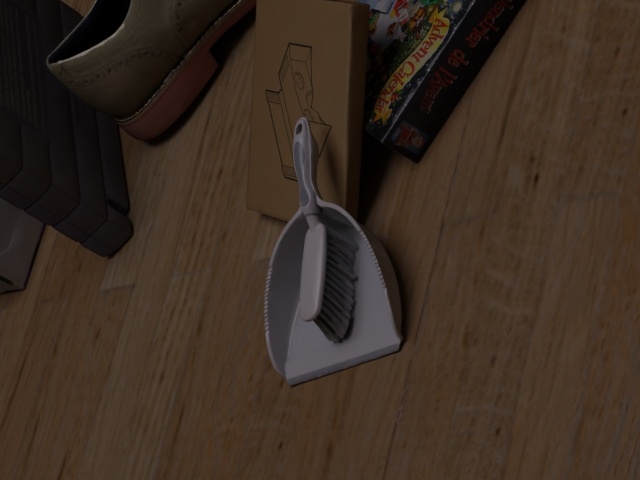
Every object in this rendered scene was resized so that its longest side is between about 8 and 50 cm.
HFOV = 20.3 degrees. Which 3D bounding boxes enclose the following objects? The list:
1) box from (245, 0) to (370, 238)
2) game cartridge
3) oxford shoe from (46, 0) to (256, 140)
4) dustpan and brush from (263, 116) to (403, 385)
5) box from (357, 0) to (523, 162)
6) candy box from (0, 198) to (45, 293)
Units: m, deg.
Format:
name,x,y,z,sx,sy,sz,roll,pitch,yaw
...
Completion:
name,x,y,z,sx,sy,sz,roll,pitch,yaw
box,-0.013,-0.113,1.564,0.164,0.021,0.201,19,109,56
game cartridge,-0.314,-0.160,1.885,0.068,0.230,0.355,-43,37,25
oxford shoe,-0.126,-0.296,1.811,0.397,0.146,0.140,-58,31,3
dustpan and brush,0.000,0.000,1.483,0.147,0.060,0.211,-22,57,43
box,0.095,-0.198,1.543,0.233,0.044,0.159,-57,34,6
candy box,-0.390,-0.021,2.026,0.196,0.070,0.164,-10,58,48
